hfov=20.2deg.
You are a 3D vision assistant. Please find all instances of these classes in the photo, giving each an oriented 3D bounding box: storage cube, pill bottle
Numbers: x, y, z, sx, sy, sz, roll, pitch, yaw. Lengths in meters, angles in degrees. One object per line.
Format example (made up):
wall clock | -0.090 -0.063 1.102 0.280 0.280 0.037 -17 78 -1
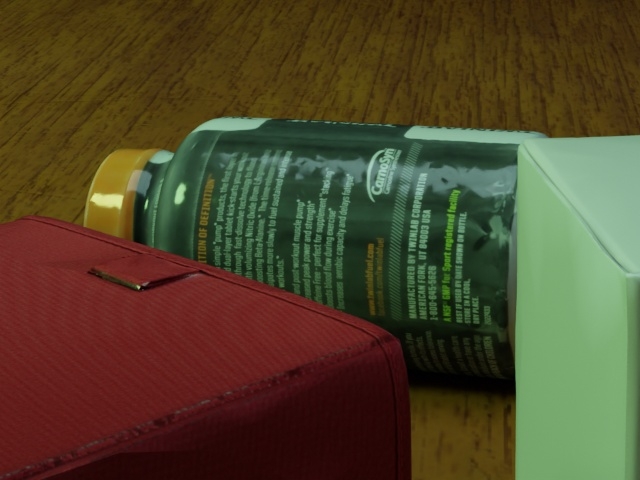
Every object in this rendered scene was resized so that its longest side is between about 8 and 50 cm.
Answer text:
storage cube | -0.104 0.113 0.511 0.193 0.184 0.215 -16 22 -38
pill bottle | 0.000 0.000 0.960 0.245 0.130 0.130 5 18 19

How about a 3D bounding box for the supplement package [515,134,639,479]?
supplement package | 0.230 0.059 0.663 0.293 0.178 0.175 -4 18 -5
